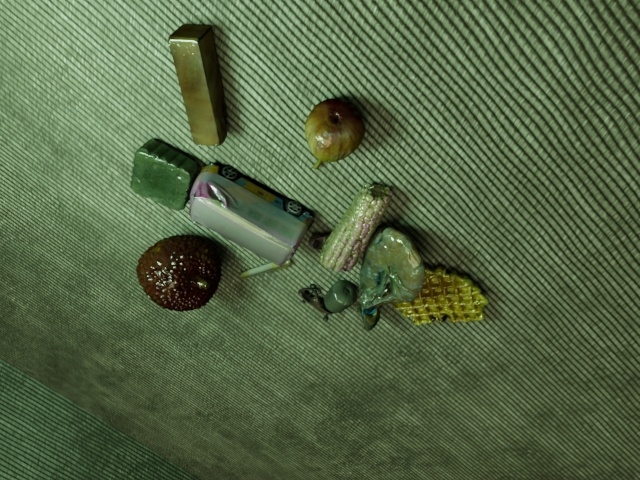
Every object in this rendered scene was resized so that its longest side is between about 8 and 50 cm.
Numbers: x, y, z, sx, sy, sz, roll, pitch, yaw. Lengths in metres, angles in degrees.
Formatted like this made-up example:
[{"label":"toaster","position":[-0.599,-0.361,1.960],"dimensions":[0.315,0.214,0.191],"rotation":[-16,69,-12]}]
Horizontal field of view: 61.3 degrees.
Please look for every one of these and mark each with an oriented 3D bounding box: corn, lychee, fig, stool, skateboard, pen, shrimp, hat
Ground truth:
[{"label":"corn","position":[0.106,-0.031,1.624],"dimensions":[0.126,0.127,0.335],"rotation":[26,132,-6]},{"label":"lychee","position":[-0.476,0.105,1.838],"dimensions":[0.304,0.276,0.276],"rotation":[17,140,39]},{"label":"fig","position":[0.019,-0.259,1.453],"dimensions":[0.159,0.159,0.257],"rotation":[26,151,-6]},{"label":"stool","position":[0.067,0.196,1.862],"dimensions":[0.096,0.096,0.110],"rotation":[30,140,-9]},{"label":"skateboard","position":[-0.009,0.214,1.930],"dimensions":[0.151,0.067,0.080],"rotation":[36,123,-10]},{"label":"pen","position":[-0.195,0.102,1.906],"dimensions":[0.233,0.032,0.040],"rotation":[-18,147,32]},{"label":"shrimp","position":[0.211,0.135,1.721],"dimensions":[0.221,0.110,0.446],"rotation":[41,143,22]},{"label":"hat","position":[0.002,-0.002,1.747],"dimensions":[0.087,0.042,0.058],"rotation":[-19,134,-10]}]

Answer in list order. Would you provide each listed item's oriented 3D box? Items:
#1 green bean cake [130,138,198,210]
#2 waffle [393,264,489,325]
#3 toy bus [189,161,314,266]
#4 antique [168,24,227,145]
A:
[{"label":"green bean cake","position":[-0.480,-0.200,1.674],"dimensions":[0.184,0.094,0.183],"rotation":[27,132,-1]},{"label":"waffle","position":[0.388,0.193,1.777],"dimensions":[0.309,0.065,0.283],"rotation":[29,132,-3]},{"label":"toy bus","position":[-0.226,-0.079,1.661],"dimensions":[0.386,0.162,0.171],"rotation":[29,134,-8]},{"label":"antique","position":[-0.316,-0.404,1.441],"dimensions":[0.087,0.093,0.310],"rotation":[6,132,13]}]
